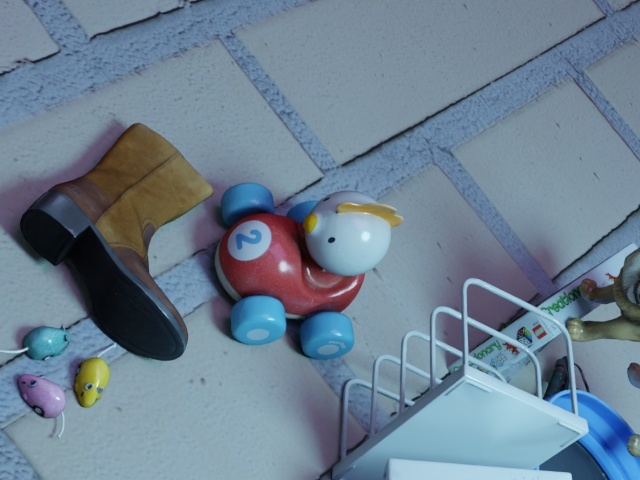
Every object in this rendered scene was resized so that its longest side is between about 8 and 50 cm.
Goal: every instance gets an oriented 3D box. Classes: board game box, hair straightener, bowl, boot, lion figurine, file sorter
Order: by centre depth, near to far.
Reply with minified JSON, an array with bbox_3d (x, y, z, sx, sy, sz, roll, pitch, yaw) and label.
[{"bbox_3d":[-0.219,-0.002,1.799,0.264,0.096,0.280,40,35,2],"label":"boot"},{"bbox_3d":[0.173,0.209,1.807,0.193,0.278,0.173,26,43,-23],"label":"file sorter"},{"bbox_3d":[0.487,0.153,1.901,0.392,0.240,0.142,53,49,-28],"label":"lion figurine"},{"bbox_3d":[0.379,0.401,1.918,0.391,0.077,0.391,33,42,-37],"label":"bowl"},{"bbox_3d":[0.342,0.112,2.073,0.305,0.193,0.053,-26,79,-47],"label":"board game box"},{"bbox_3d":[0.358,0.260,2.099,0.089,0.047,0.230,51,35,-18],"label":"hair straightener"}]

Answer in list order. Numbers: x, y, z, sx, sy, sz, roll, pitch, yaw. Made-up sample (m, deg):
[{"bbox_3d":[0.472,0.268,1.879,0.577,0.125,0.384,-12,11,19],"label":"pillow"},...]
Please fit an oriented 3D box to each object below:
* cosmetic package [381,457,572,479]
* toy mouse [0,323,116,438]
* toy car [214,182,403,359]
[{"bbox_3d":[0.188,0.339,1.690,0.231,0.085,0.117,6,50,-4],"label":"cosmetic package"},{"bbox_3d":[-0.311,0.147,1.627,0.143,0.031,0.161,29,46,-20],"label":"toy mouse"},{"bbox_3d":[0.000,0.000,1.839,0.210,0.238,0.219,15,51,-31],"label":"toy car"}]
